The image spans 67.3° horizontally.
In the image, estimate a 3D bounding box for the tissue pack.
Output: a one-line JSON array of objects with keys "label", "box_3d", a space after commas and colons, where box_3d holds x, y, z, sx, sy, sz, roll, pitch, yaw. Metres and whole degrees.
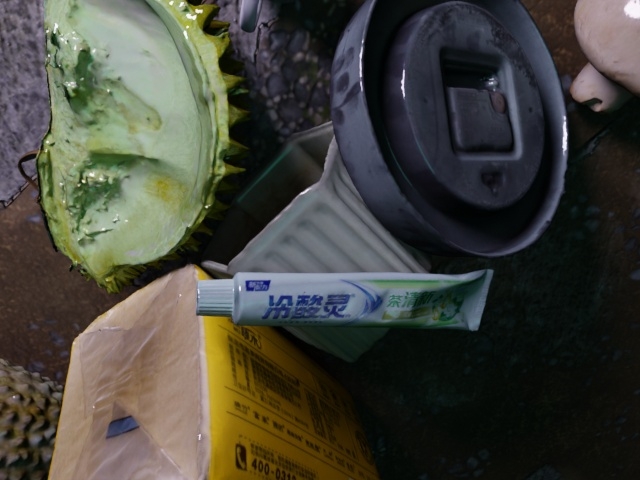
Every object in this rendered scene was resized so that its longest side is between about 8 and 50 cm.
[{"label": "tissue pack", "box_3d": [-0.101, 0.260, 0.583, 0.228, 0.293, 0.382, -31, 131, 10]}]

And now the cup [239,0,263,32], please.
[{"label": "cup", "box_3d": [-0.047, -0.287, 0.477, 0.099, 0.133, 0.136, -12, 116, 1]}]

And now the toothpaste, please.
[{"label": "toothpaste", "box_3d": [0.032, 0.058, 0.468, 0.296, 0.048, 0.075, 2, 111, -16]}]

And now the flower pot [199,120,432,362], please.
[{"label": "flower pot", "box_3d": [0.000, 0.000, 0.574, 0.209, 0.239, 0.189, -28, 120, 37]}]

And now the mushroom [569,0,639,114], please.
[{"label": "mushroom", "box_3d": [0.383, -0.229, 0.561, 0.204, 0.204, 0.204, -3, 115, -7]}]

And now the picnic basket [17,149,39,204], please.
[{"label": "picnic basket", "box_3d": [-0.314, -0.071, 0.570, 0.072, 0.072, 0.083, -30, 125, 5]}]

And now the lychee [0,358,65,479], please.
[{"label": "lychee", "box_3d": [-0.460, 0.270, 0.624, 0.274, 0.255, 0.255, -13, 121, -38]}]

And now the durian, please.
[{"label": "durian", "box_3d": [-0.185, -0.105, 0.500, 0.198, 0.163, 0.394, 6, 117, -35]}]

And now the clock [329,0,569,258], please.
[{"label": "clock", "box_3d": [0.153, -0.136, 0.521, 0.318, 0.066, 0.319, 5, 81, -32]}]
